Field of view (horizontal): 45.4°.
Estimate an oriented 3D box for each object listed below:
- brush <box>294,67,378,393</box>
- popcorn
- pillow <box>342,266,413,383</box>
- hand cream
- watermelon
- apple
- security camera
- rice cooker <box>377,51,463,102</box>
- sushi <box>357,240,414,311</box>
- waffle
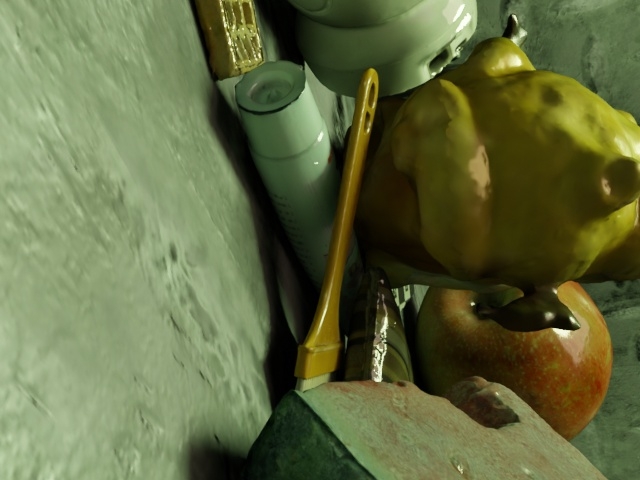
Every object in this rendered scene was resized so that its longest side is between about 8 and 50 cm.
[{"bbox_3d":[0.013,0.011,0.542,0.103,0.013,0.272,21,79,-76],"label":"brush"},{"bbox_3d":[0.150,-0.059,0.683,0.297,0.315,0.281,13,87,-55],"label":"popcorn"},{"bbox_3d":[0.049,0.159,0.633,0.208,0.052,0.212,70,23,-58],"label":"pillow"},{"bbox_3d":[0.000,0.000,0.619,0.331,0.058,0.085,73,-2,-50],"label":"hand cream"},{"bbox_3d":[0.074,0.172,0.476,0.318,0.148,0.226,28,25,-25],"label":"watermelon"},{"bbox_3d":[0.301,0.169,1.238,0.277,0.319,0.319,40,36,-39],"label":"apple"},{"bbox_3d":[0.037,-0.276,0.714,0.236,0.194,0.195,61,21,-47],"label":"security camera"},{"bbox_3d":[0.209,-0.157,1.225,0.316,0.264,0.317,-1,92,-37],"label":"rice cooker"},{"bbox_3d":[0.064,-0.023,0.920,0.192,0.050,0.215,-25,108,-74],"label":"sushi"},{"bbox_3d":[-0.070,-0.179,0.522,0.092,0.021,0.135,-56,135,-71],"label":"waffle"}]
